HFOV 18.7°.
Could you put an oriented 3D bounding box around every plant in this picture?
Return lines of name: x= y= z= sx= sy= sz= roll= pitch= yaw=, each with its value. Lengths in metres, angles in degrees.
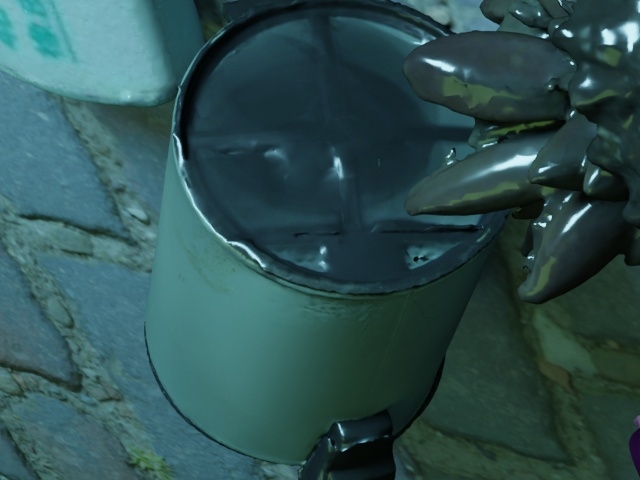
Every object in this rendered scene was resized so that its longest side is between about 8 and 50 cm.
plant: x=0.190 y=-0.086 z=1.027 sx=0.321 sy=0.194 sz=0.181 roll=-9 pitch=116 yaw=45

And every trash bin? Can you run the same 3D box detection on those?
trash bin: x=0.000 y=0.000 z=1.284 sx=0.262 sy=0.217 sz=0.277 roll=107 pitch=145 yaw=-60

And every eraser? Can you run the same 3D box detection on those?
eraser: x=-0.189 y=-0.229 z=1.265 sx=0.189 sy=0.104 sz=0.290 roll=22 pitch=147 yaw=29

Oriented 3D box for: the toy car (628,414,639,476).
toy car: x=0.360 y=0.208 z=1.195 sx=0.340 sy=0.240 sz=0.271 roll=59 pitch=-169 yaw=23
